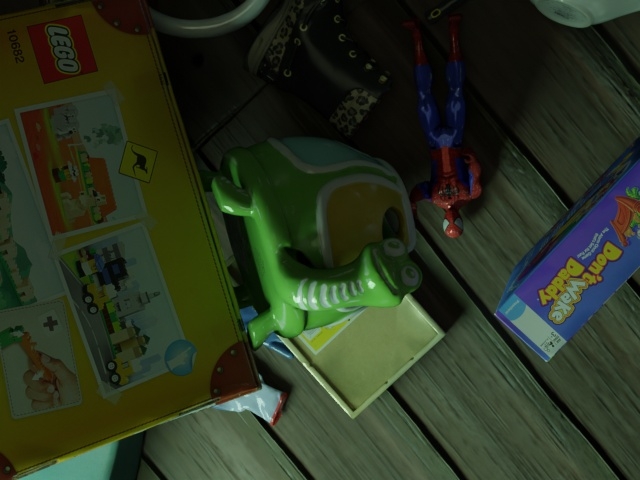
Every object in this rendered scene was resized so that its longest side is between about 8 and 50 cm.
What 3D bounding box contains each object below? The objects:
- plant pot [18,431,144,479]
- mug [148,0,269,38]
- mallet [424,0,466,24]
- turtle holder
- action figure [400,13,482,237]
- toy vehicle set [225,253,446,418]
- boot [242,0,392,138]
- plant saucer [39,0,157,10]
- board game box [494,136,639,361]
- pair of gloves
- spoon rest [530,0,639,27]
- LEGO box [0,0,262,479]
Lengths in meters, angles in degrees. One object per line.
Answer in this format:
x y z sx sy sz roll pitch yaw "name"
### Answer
-0.335 0.305 1.890 0.165 0.166 0.234 23 92 8 "plant pot"
-0.145 -0.431 1.699 0.328 0.276 0.374 6 91 4 "mug"
0.208 -0.339 1.764 0.190 0.039 0.062 -25 92 17 "mallet"
-0.007 -0.017 1.665 0.227 0.320 0.243 -16 85 -14 "turtle holder"
0.148 -0.133 1.744 0.091 0.139 0.280 -5 102 13 "action figure"
0.015 0.079 1.834 0.166 0.035 0.267 -42 87 3 "toy vehicle set"
0.032 -0.264 1.783 0.178 0.085 0.236 38 109 3 "boot"
-0.301 -0.323 1.874 0.168 0.029 0.168 1 97 13 "plant saucer"
0.318 -0.002 1.617 0.078 0.347 0.233 43 103 4 "board game box"
-0.094 0.144 1.886 0.159 0.023 0.198 26 99 8 "pair of gloves"
0.364 -0.281 1.702 0.276 0.137 0.084 26 81 -7 "spoon rest"
-0.330 -0.005 1.614 0.372 0.193 0.500 -18 94 -28 "LEGO box"
